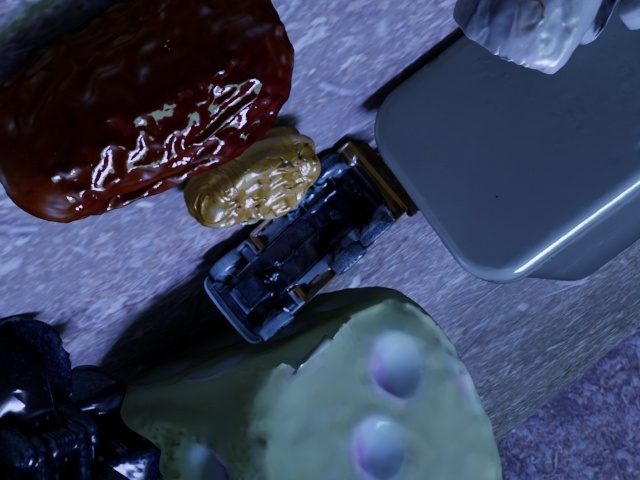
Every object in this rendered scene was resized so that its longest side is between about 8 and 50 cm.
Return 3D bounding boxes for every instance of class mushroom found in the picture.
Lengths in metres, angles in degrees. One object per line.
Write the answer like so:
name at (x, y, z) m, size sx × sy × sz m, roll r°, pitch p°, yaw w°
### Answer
mushroom at (0.182, -0.211, 1.303) m, size 0.081 × 0.092 × 0.223 m, roll 25°, pitch 116°, yaw -41°

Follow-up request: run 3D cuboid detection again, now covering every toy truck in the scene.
toy truck at (-0.001, -0.001, 1.591) m, size 0.177 × 0.080 × 0.115 m, roll -42°, pitch 173°, yaw 20°

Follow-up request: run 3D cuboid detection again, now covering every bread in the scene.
bread at (-0.047, -0.045, 1.409) m, size 0.110 × 0.044 × 0.083 m, roll -13°, pitch 153°, yaw -49°

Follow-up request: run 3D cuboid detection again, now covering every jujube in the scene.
jujube at (-0.098, -0.075, 1.078) m, size 0.176 × 0.109 × 0.112 m, roll -30°, pitch 131°, yaw -7°

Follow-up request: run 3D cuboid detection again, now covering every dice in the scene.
dice at (-0.012, 0.195, 1.695) m, size 0.252 × 0.250 × 0.254 m, roll -28°, pitch -170°, yaw -36°

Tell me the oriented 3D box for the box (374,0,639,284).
box at (0.254, -0.120, 1.589) m, size 0.352 × 0.177 × 0.344 m, roll -38°, pitch 168°, yaw 11°

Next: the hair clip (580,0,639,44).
hair clip at (0.232, -0.198, 1.354) m, size 0.054 × 0.140 × 0.220 m, roll 29°, pitch 154°, yaw -29°

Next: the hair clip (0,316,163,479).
hair clip at (-0.239, 0.186, 1.460) m, size 0.206 × 0.194 × 0.310 m, roll -38°, pitch 168°, yaw 38°
